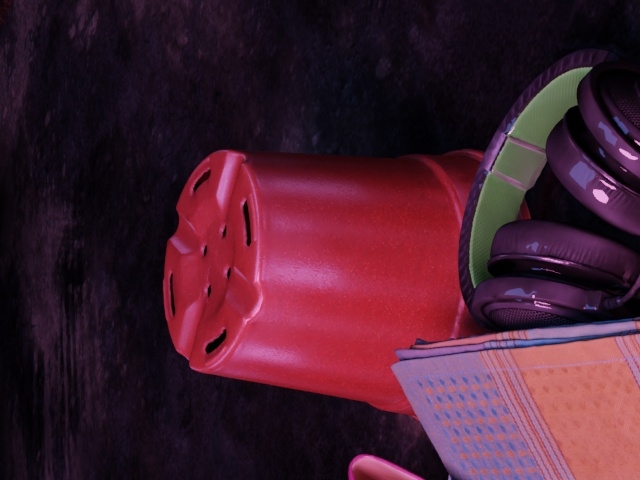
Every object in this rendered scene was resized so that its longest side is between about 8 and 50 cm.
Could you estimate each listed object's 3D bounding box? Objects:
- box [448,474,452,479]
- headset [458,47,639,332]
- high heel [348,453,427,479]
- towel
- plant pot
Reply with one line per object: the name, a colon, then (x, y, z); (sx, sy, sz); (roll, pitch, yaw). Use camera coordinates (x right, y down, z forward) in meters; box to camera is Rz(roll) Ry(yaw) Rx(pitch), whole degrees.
box: (0.144, 0.240, 1.417); (0.081, 0.028, 0.136); (9, 90, 61)
headset: (0.238, -0.003, 1.220); (0.243, 0.185, 0.394); (-64, 20, 11)
high heel: (0.147, 0.282, 1.176); (0.377, 0.127, 0.181); (11, 136, 55)
towel: (0.220, 0.182, 1.159); (0.370, 0.040, 0.271); (-14, 105, 58)
plant pot: (0.013, 0.033, 1.456); (0.272, 0.265, 0.272); (-21, 66, 59)
